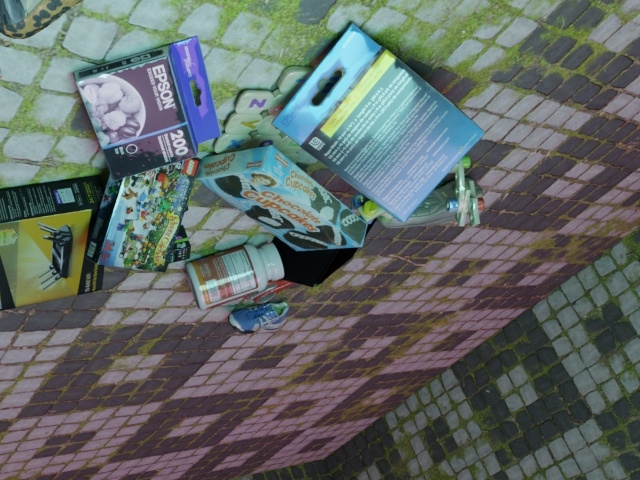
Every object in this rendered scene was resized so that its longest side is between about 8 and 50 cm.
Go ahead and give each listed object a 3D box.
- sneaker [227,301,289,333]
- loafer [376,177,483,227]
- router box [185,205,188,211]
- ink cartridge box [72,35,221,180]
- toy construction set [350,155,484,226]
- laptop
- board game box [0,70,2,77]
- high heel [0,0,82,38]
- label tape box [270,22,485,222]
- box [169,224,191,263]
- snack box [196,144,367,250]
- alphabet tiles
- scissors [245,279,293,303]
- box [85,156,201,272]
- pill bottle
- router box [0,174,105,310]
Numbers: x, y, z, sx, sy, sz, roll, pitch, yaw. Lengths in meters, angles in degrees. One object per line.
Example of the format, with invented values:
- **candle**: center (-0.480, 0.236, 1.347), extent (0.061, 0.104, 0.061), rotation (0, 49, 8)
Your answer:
- **sneaker**: center (-0.173, 0.206, 2.217), extent (0.211, 0.080, 0.081), rotation (-5, 143, -52)
- **loafer**: center (0.276, -0.077, 2.030), extent (0.320, 0.112, 0.111), rotation (-11, 142, -27)
- **router box**: center (-0.342, -0.063, 1.605), extent (0.122, 0.038, 0.092), rotation (-29, 154, 7)
- **ink cartridge box**: center (-0.275, -0.215, 1.317), extent (0.208, 0.045, 0.206), rotation (-20, 135, -11)
- **toy construction set**: center (0.220, -0.128, 1.752), extent (0.328, 0.215, 0.151), rotation (3, 149, -22)
- **laptop**: center (0.000, 0.000, 2.046), extent (0.264, 0.136, 0.234), rotation (-38, 166, -38)
- **board game box**: center (-0.556, -0.249, 1.072), extent (0.194, 0.045, 0.146), rotation (-22, 154, -7)
- **high heel**: center (-0.319, -0.355, 1.071), extent (0.261, 0.093, 0.186), rotation (-23, 173, -23)
- **label tape box**: center (0.106, -0.227, 1.515), extent (0.334, 0.106, 0.240), rotation (36, 107, -19)
- **box**: center (-0.330, 0.012, 1.727), extent (0.083, 0.062, 0.052), rotation (-15, 151, -21)
- **snack box**: center (-0.071, -0.076, 1.596), extent (0.187, 0.060, 0.322), rotation (-4, 151, 40)
- **alphabet tiles**: center (-0.062, -0.232, 1.555), extent (0.278, 0.021, 0.284), rotation (-5, 147, -34)
- **scissors**: center (-0.066, 0.100, 2.163), extent (0.297, 0.021, 0.109), rotation (-25, 152, 3)
- **box**: center (-0.325, -0.063, 1.469), extent (0.159, 0.044, 0.233), rotation (11, 99, -50)
- **pill bottle**: center (-0.203, 0.080, 1.895), extent (0.216, 0.121, 0.121), rotation (-18, 153, -15)
- **router box**: center (-0.541, 0.013, 1.526), extent (0.243, 0.081, 0.309), rotation (-12, 151, -25)
